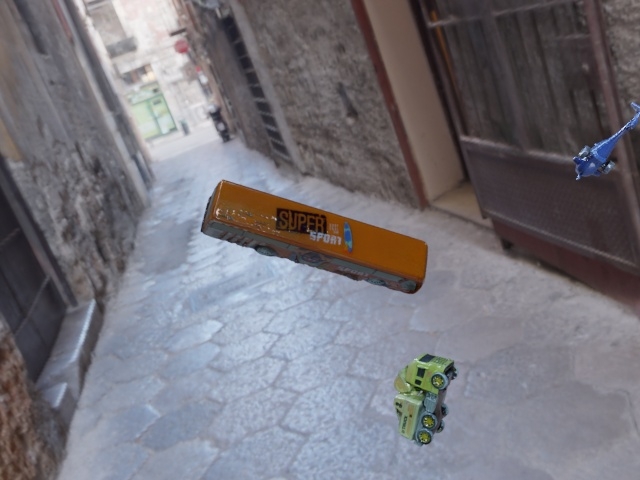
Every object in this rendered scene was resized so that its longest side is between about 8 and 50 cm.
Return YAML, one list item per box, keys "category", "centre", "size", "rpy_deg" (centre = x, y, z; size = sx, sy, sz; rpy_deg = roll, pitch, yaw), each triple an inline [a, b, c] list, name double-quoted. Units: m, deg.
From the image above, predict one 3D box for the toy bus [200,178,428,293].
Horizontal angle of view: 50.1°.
- category: "toy bus"
  centre: [0.000, 0.000, 1.198]
  size: [0.409, 0.093, 0.092]
  rpy_deg: [16, -25, -14]

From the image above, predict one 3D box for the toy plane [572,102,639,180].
- category: "toy plane"
  centre: [0.447, -0.149, 1.065]
  size: [0.062, 0.054, 0.167]
  rpy_deg: [-55, -4, -28]

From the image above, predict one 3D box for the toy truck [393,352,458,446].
- category: "toy truck"
  centre: [0.210, 0.330, 1.442]
  size: [0.116, 0.191, 0.085]
  rpy_deg: [18, 16, 26]
